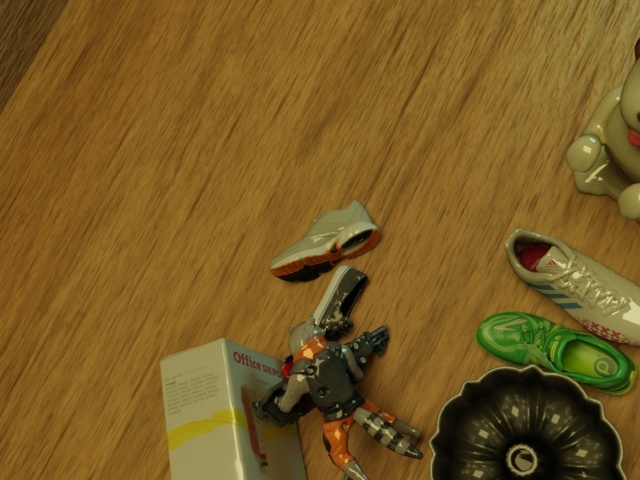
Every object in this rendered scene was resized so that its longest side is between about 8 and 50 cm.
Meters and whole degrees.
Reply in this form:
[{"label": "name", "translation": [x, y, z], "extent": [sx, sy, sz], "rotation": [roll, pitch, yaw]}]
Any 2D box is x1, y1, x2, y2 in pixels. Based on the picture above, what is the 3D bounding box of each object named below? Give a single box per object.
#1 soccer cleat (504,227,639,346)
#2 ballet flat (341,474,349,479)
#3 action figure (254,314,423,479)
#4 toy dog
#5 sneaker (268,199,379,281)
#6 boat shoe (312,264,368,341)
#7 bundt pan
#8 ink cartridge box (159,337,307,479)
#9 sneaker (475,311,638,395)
[{"label": "soccer cleat", "translation": [0.471, 0.083, 1.267], "extent": [0.331, 0.143, 0.116], "rotation": [33, 87, 41]}, {"label": "ballet flat", "translation": [0.046, 0.523, 1.376], "extent": [0.041, 0.041, 0.114], "rotation": [12, 76, 28]}, {"label": "action figure", "translation": [0.068, 0.276, 1.329], "extent": [0.341, 0.178, 0.330], "rotation": [-36, 84, -32]}, {"label": "toy dog", "translation": [0.624, -0.185, 1.175], "extent": [0.395, 0.408, 0.285], "rotation": [-31, 61, 11]}, {"label": "sneaker", "translation": [0.000, 0.000, 1.578], "extent": [0.262, 0.099, 0.121], "rotation": [-24, 54, 6]}, {"label": "boat shoe", "translation": [0.039, 0.164, 1.500], "extent": [0.076, 0.080, 0.228], "rotation": [16, 70, 30]}, {"label": "bundt pan", "translation": [0.364, 0.393, 1.229], "extent": [0.330, 0.124, 0.331], "rotation": [-9, 66, 21]}, {"label": "ink cartridge box", "translation": [-0.159, 0.414, 1.366], "extent": [0.160, 0.279, 0.385], "rotation": [-22, 63, 16]}, {"label": "sneaker", "translation": [0.429, 0.192, 1.279], "extent": [0.295, 0.123, 0.109], "rotation": [14, 76, 30]}]
